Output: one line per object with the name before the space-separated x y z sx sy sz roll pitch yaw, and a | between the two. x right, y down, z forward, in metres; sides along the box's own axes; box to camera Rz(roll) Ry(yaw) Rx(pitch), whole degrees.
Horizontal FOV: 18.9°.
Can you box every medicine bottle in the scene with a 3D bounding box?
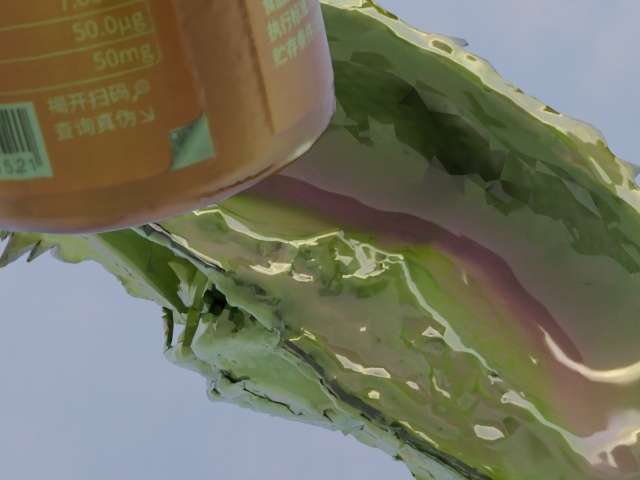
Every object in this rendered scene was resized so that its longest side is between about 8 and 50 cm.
medicine bottle | -0.060 -0.104 0.406 0.096 0.096 0.192 -10 -67 9

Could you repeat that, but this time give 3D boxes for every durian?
durian | -0.001 -0.003 0.687 0.355 0.169 0.157 28 -77 16
